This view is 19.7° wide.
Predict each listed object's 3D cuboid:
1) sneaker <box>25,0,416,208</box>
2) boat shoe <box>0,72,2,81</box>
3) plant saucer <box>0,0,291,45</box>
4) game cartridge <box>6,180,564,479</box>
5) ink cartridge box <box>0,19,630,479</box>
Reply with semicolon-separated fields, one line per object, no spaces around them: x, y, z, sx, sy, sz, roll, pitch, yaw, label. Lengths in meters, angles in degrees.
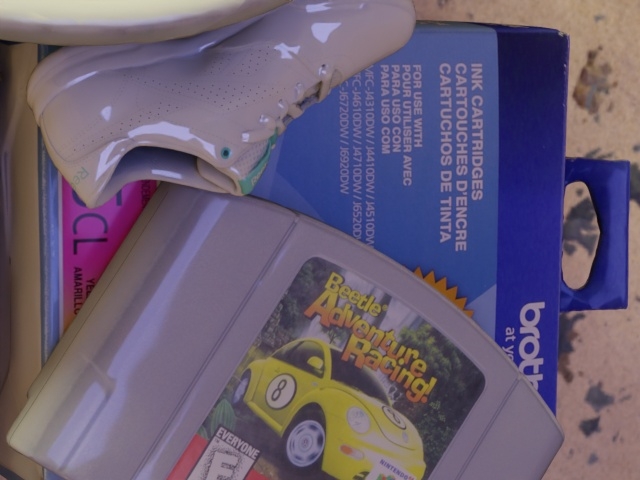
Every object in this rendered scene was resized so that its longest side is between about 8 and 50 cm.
-0.039;-0.070;0.957;0.212;0.080;0.094;-18;66;-14;sneaker
-0.222;-0.078;1.005;0.095;0.095;0.258;-13;92;2;boat shoe
-0.145;-0.239;0.979;0.400;0.100;0.401;6;55;-9;plant saucer
-0.004;0.100;1.025;0.294;0.060;0.196;34;80;-26;game cartridge
0.000;0.000;1.123;0.395;0.151;0.270;-3;98;-26;ink cartridge box
